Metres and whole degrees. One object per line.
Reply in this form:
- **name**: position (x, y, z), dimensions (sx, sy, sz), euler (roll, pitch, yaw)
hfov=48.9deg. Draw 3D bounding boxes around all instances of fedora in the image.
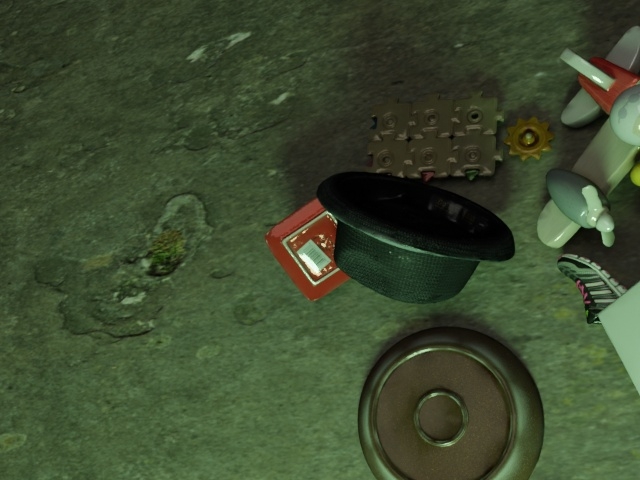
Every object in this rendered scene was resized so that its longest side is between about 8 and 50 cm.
- **fedora**: position (0.143, 0.008, 1.164), dimensions (0.334, 0.334, 0.152), euler (28, 116, 28)

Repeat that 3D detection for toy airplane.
- **toy airplane**: position (0.496, -0.187, 1.046), dimensions (0.385, 0.272, 0.385), euler (-5, 84, 42)

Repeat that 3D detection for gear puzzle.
- **gear puzzle**: position (0.252, -0.186, 1.289), dimensions (0.339, 0.044, 0.175), euler (0, 71, 20)

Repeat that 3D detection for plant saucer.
- **plant saucer**: position (0.200, 0.289, 1.143), dimensions (0.311, 0.050, 0.310), euler (-8, 70, 22)

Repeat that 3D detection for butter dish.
- **butter dish**: position (0.000, 0.000, 1.294), dimensions (0.160, 0.118, 0.160), euler (-34, 104, 6)

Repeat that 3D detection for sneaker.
- **sneaker**: position (0.431, 0.091, 1.100), dimensions (0.075, 0.063, 0.170), euler (-45, 66, -3)

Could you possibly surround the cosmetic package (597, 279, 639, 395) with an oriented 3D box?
- **cosmetic package**: position (0.540, 0.065, 0.871), dimensions (0.197, 0.365, 0.155), euler (-12, 65, -18)
